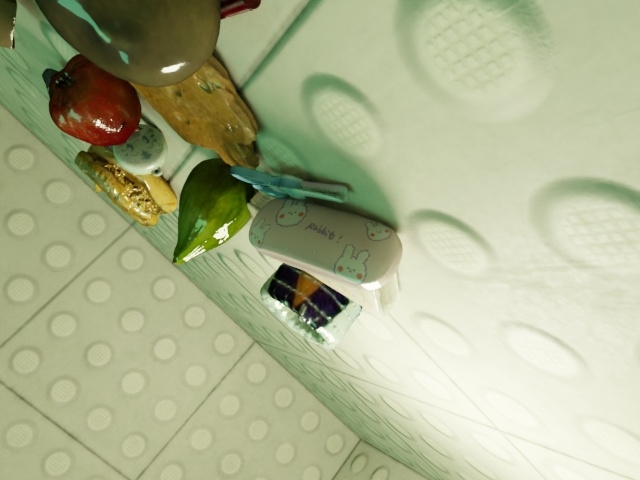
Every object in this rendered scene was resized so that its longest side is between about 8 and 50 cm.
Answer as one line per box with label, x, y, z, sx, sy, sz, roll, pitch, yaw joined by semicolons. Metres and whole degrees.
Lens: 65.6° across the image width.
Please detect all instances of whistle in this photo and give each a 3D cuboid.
whistle;-0.464;-0.258;1.208;0.258;0.126;0.067;54;162;3

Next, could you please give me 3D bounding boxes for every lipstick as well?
lipstick;-0.133;-0.300;0.646;0.177;0.027;0.027;18;149;50

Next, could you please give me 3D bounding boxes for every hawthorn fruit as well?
hawthorn fruit;-0.472;-0.290;1.076;0.185;0.185;0.202;23;170;41

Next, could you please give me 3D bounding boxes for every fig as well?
fig;-0.221;-0.060;1.062;0.167;0.233;0.167;10;-172;-2

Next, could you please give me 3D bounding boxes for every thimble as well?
thimble;-0.014;0.143;1.167;0.237;0.150;0.237;34;160;15

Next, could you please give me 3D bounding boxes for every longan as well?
longan;-0.216;-0.287;0.575;0.220;0.196;0.196;37;161;-10

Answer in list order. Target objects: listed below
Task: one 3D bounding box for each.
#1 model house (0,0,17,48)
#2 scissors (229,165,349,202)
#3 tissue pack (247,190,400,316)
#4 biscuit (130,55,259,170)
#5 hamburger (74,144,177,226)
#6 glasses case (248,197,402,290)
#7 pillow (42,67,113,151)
model house;-0.776;-0.579;1.101;0.176;0.181;0.248;-55;50;31
scissors;-0.050;-0.095;0.875;0.256;0.030;0.125;13;172;43
tissue pack;0.004;0.022;0.995;0.326;0.071;0.170;30;159;31
biscuit;-0.229;-0.262;0.853;0.269;0.051;0.376;9;146;51
hamburger;-0.591;-0.179;1.507;0.319;0.158;0.318;34;164;11
glasses case;0.000;0.000;0.856;0.297;0.113;0.075;17;160;33
pillow;-0.604;-0.334;1.324;0.335;0.092;0.161;36;157;9
